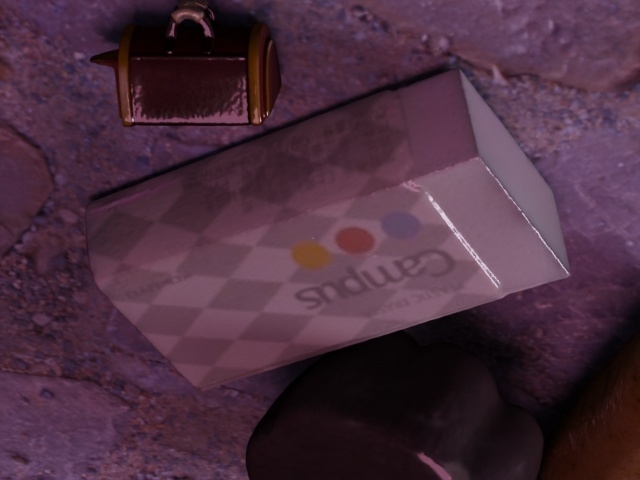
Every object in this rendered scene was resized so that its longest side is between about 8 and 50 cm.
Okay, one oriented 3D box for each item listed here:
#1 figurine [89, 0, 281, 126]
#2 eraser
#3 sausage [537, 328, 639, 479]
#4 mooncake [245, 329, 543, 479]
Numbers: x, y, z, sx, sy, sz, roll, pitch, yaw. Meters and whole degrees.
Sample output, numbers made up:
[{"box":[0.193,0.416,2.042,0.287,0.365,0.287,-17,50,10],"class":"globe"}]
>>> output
[{"box":[-0.114,-0.148,1.388,0.154,0.082,0.098,3,124,8],"class":"figurine"},{"box":[-0.001,0.001,1.521,0.397,0.082,0.213,-18,132,27],"class":"eraser"},{"box":[0.277,0.225,1.683,0.123,0.136,0.501,27,138,-1],"class":"sausage"},{"box":[0.077,0.228,1.653,0.306,0.154,0.306,23,140,22],"class":"mooncake"}]
